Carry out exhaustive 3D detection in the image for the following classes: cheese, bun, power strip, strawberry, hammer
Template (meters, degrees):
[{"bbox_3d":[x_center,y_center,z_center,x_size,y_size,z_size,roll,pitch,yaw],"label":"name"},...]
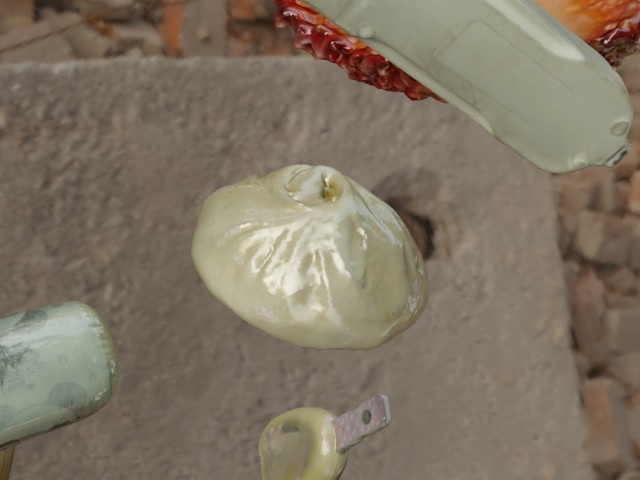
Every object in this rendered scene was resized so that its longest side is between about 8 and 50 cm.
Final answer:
[{"bbox_3d":[0.006,0.181,1.281,0.037,0.192,0.097,9,60,-32],"label":"cheese"},{"bbox_3d":[0.000,0.000,1.050,0.183,0.183,0.102,-14,129,-51],"label":"bun"},{"bbox_3d":[0.045,-0.079,0.508,0.191,0.047,0.030,31,27,-31],"label":"power strip"},{"bbox_3d":[0.068,-0.097,0.678,0.208,0.167,0.087,-108,179,-53],"label":"strawberry"},{"bbox_3d":[-0.296,0.172,1.321,0.202,0.305,0.113,-15,65,-23],"label":"hammer"}]
